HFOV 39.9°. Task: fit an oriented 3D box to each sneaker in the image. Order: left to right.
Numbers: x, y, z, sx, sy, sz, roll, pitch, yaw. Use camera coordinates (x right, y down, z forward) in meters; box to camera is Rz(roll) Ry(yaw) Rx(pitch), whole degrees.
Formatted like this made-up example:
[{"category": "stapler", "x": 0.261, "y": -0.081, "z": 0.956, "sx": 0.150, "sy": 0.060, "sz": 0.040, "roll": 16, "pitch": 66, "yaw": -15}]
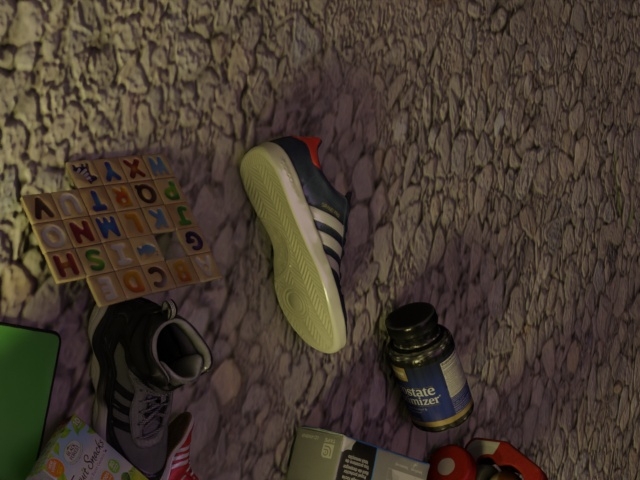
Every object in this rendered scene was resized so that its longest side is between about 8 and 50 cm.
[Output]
[{"category": "sneaker", "x": -0.213, "y": 0.198, "z": 1.124, "sx": 0.101, "sy": 0.153, "sz": 0.268, "roll": -13, "pitch": 99, "yaw": -47}, {"category": "sneaker", "x": -0.191, "y": 0.303, "z": 1.231, "sx": 0.067, "sy": 0.042, "sz": 0.118, "roll": 35, "pitch": 72, "yaw": -38}, {"category": "sneaker", "x": 0.000, "y": 0.000, "z": 1.383, "sx": 0.148, "sy": 0.131, "sz": 0.350, "roll": -28, "pitch": 110, "yaw": -40}]

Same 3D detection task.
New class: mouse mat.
[{"category": "mouse mat", "x": -0.387, "y": 0.191, "z": 1.041, "sx": 0.153, "sy": 0.007, "sz": 0.189, "roll": 19, "pitch": 77, "yaw": -46}]

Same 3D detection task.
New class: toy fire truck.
[{"category": "toy fire truck", "x": 0.320, "y": 0.522, "z": 1.642, "sx": 0.169, "sy": 0.254, "sz": 0.302, "roll": 48, "pitch": 56, "yaw": -37}]

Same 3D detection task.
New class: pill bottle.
[{"category": "pill bottle", "x": 0.194, "y": 0.228, "z": 1.605, "sx": 0.123, "sy": 0.123, "sz": 0.219, "roll": -40, "pitch": 117, "yaw": -41}]

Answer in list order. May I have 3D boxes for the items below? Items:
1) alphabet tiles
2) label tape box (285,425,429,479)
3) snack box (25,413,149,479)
[{"category": "alphabet tiles", "x": -0.254, "y": -0.019, "z": 1.123, "sx": 0.237, "sy": 0.009, "sz": 0.198, "roll": -12, "pitch": 71, "yaw": -48}, {"category": "label tape box", "x": 0.038, "y": 0.503, "z": 1.434, "sx": 0.249, "sy": 0.115, "sz": 0.347, "roll": 30, "pitch": 66, "yaw": -44}, {"category": "snack box", "x": -0.279, "y": 0.296, "z": 1.080, "sx": 0.141, "sy": 0.037, "sz": 0.100, "roll": 47, "pitch": 24, "yaw": -16}]
